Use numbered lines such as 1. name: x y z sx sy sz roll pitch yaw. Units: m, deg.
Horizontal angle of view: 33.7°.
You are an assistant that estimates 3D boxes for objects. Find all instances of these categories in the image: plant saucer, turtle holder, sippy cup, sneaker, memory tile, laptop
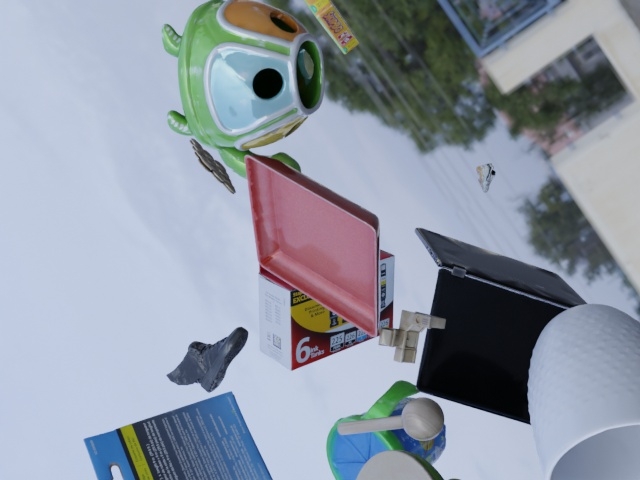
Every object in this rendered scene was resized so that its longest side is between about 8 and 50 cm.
1. plant saucer: 0.000 0.000 1.656 0.259 0.048 0.258 32 146 28
2. turtle holder: -0.121 -0.248 1.796 0.243 0.227 0.320 8 -93 -66
3. sippy cup: 0.171 0.481 2.477 0.224 0.305 0.240 -24 -103 -43
4. sneaker: -0.202 0.204 1.888 0.089 0.170 0.051 39 -159 21
5. sneaker: 0.343 -0.127 2.165 0.083 0.037 0.032 68 179 -59
6. memory tile: -0.226 -0.158 2.215 0.113 0.012 0.148 43 -172 -30
7. laptop: 0.379 0.188 2.311 0.382 0.236 0.408 19 -165 -13

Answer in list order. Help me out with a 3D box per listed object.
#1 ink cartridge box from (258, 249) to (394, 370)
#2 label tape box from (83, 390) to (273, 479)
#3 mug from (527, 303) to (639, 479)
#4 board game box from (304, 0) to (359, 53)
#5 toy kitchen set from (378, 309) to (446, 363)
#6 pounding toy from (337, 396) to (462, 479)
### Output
1. ink cartridge box: 0.015 0.113 2.427 0.130 0.309 0.272 26 125 46
2. label tape box: -0.296 0.482 2.201 0.241 0.333 0.106 61 155 32
3. mug: 0.553 0.294 1.896 0.374 0.276 0.328 12 -141 -12
4. board game box: -0.039 -0.390 1.521 0.259 0.039 0.124 54 -173 24
5. toy kitchen set: 0.142 0.155 1.669 0.068 0.083 0.075 9 -179 -35
6. pounding toy: 0.129 0.324 1.322 0.110 0.183 0.237 4 -111 -37
